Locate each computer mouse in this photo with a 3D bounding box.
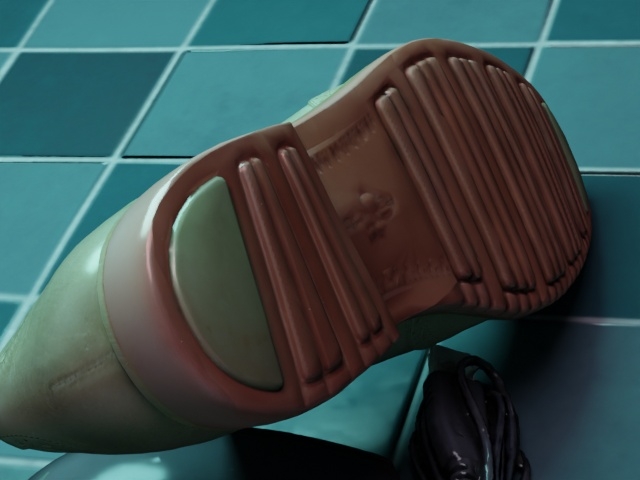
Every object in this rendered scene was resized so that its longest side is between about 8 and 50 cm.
[{"bbox_3d":[-0.040,0.126,0.779,0.272,0.072,0.188,-9,39,7],"label":"computer mouse"}]

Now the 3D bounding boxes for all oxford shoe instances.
[{"bbox_3d":[0.000,0.000,0.809,0.146,0.141,0.397,-25,-5,35],"label":"oxford shoe"}]
